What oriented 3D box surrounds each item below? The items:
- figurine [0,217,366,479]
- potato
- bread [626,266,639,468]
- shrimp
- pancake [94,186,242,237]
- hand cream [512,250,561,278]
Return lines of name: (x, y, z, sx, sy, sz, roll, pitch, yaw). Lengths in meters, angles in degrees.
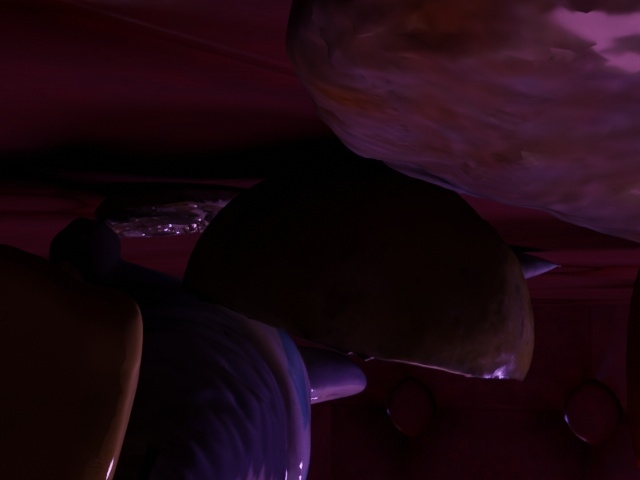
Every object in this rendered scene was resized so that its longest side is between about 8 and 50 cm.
figurine: (-0.161, 0.126, 0.966, 0.361, 0.266, 0.377, 35, -172, 31)
potato: (0.024, 0.003, 0.825, 0.160, 0.111, 0.271, 12, -176, -31)
bread: (0.394, 0.146, 1.355, 0.114, 0.295, 0.328, -1, 144, 26)
shrimp: (0.212, -0.046, 0.390, 0.445, 0.110, 0.221, 5, 166, -5)
pancake: (-0.096, -0.022, 1.039, 0.158, 0.028, 0.158, -3, 174, 0)
hand cream: (0.190, 0.029, 1.504, 0.078, 0.050, 0.205, -3, 178, 34)
